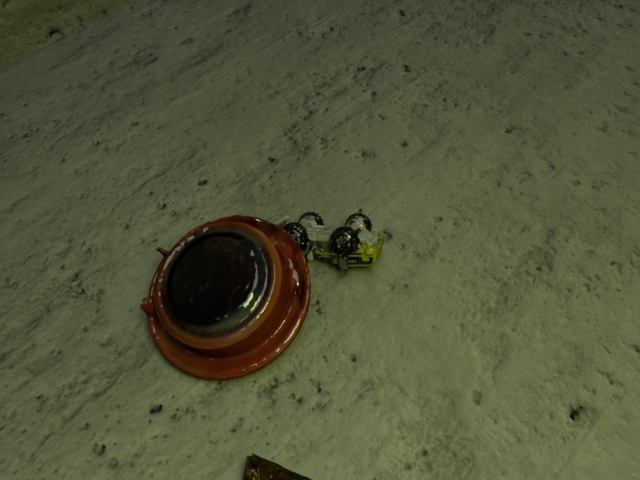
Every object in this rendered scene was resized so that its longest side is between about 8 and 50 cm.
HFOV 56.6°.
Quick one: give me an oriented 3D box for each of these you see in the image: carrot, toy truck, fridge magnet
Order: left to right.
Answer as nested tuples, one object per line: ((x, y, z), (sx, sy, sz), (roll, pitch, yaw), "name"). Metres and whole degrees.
((-0.198, 0.107, 1.240), (0.363, 0.155, 0.364), (-5, 64, 11), "fridge magnet")
((-0.033, 0.440, 1.034), (0.228, 0.069, 0.069), (17, 54, 18), "carrot")
((0.000, 0.000, 1.349), (0.285, 0.111, 0.136), (6, 20, 21), "toy truck")
